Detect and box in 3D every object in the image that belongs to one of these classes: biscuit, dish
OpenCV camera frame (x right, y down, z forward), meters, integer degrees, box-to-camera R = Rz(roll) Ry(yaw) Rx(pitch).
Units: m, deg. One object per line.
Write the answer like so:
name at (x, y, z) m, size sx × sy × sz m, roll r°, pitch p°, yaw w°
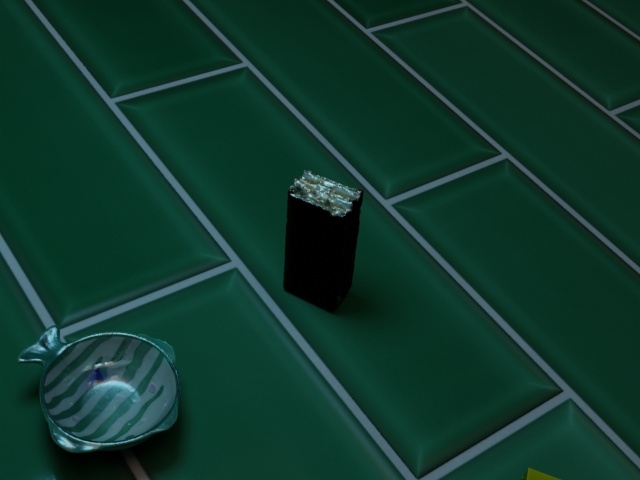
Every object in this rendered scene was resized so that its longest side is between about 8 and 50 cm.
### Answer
biscuit at (0.000, 0.000, 1.452) m, size 0.106 × 0.252 × 0.070 m, roll 23°, pitch 49°, yaw 17°
dish at (-0.314, 0.223, 1.290) m, size 0.246 × 0.078 × 0.224 m, roll 28°, pitch 47°, yaw 14°

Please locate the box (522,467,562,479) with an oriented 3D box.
box at (0.332, 0.458, 1.222) m, size 0.153 × 0.041 × 0.279 m, roll 19°, pitch 45°, yaw 6°
